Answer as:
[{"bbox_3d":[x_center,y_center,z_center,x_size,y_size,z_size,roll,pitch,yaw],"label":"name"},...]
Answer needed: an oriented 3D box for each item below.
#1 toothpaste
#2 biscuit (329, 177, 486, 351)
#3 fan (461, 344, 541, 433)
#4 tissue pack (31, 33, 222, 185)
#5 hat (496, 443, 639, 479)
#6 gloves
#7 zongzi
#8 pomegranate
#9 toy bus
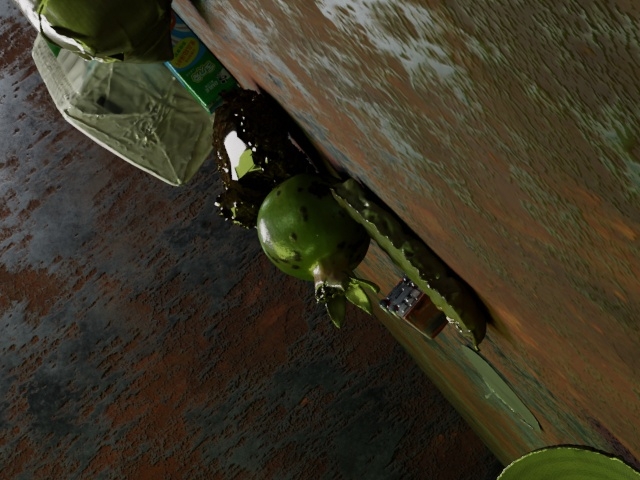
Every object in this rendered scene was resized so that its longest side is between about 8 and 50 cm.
[{"bbox_3d":[-0.235,-0.316,2.185,0.267,0.065,0.050,49,174,12],"label":"toothpaste"},{"bbox_3d":[0.122,0.037,1.708,0.273,0.036,0.187,46,176,37],"label":"biscuit"},{"bbox_3d":[0.280,0.238,2.225,0.182,0.010,0.310,49,174,7],"label":"fan"},{"bbox_3d":[-0.327,-0.276,2.390,0.266,0.194,0.356,32,-170,-32],"label":"tissue pack"},{"bbox_3d":[0.316,0.316,1.561,0.252,0.252,0.110,49,-145,5],"label":"hat"},{"bbox_3d":[-0.078,-0.090,1.996,0.312,0.135,0.210,60,-171,-49],"label":"gloves"},{"bbox_3d":[-0.318,-0.374,1.740,0.356,0.174,0.393,53,-177,0],"label":"zongzi"},{"bbox_3d":[0.012,0.001,1.828,0.220,0.156,0.156,44,175,36],"label":"pomegranate"},{"bbox_3d":[0.137,0.097,2.026,0.077,0.065,0.192,42,178,-6],"label":"toy bus"}]
